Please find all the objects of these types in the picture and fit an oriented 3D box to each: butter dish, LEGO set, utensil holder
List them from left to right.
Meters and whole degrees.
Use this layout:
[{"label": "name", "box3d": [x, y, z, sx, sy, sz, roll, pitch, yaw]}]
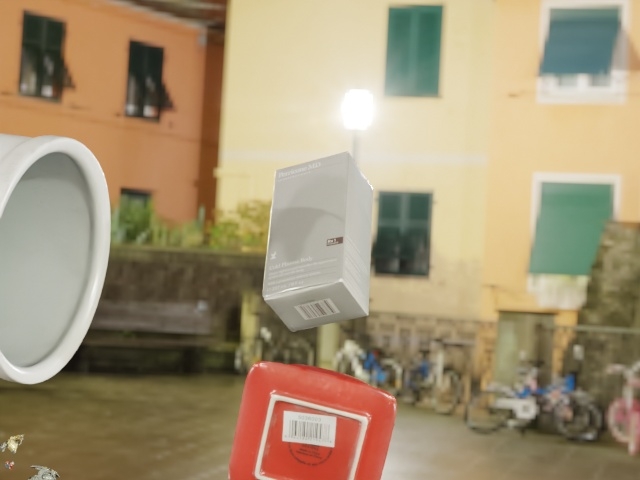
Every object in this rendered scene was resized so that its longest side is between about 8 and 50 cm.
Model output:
[{"label": "utensil holder", "box3d": [-0.528, -0.001, 1.774, 0.385, 0.327, 0.327, 9, 0, 18]}, {"label": "LEGO set", "box3d": [-0.243, 0.202, 1.117, 0.023, 0.083, 0.054, -29, 16, 28]}, {"label": "butter dish", "box3d": [-0.004, 0.195, 1.401, 0.160, 0.160, 0.118, 14, 22, 4]}]

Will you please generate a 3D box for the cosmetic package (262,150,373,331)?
[{"label": "cosmetic package", "box3d": [0.000, 0.000, 1.864, 0.127, 0.238, 0.107, -15, -39, 20]}]
